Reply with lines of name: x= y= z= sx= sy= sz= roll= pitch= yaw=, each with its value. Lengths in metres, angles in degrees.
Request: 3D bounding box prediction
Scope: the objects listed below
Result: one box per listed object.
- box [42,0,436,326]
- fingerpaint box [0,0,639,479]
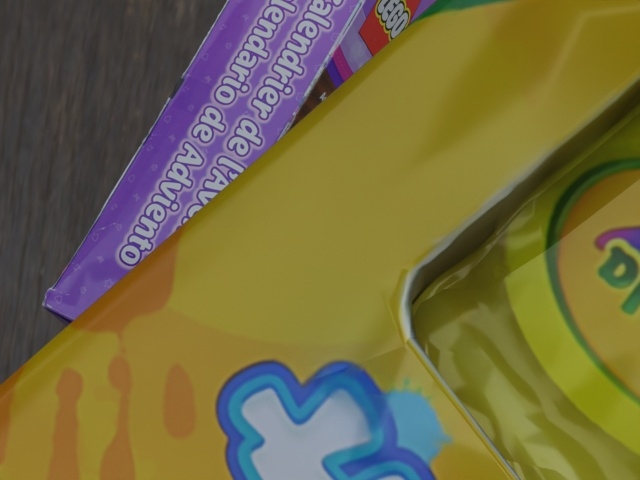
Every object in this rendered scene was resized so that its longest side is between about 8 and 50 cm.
box: x=0.000 y=0.000 z=0.879 sx=0.057 sy=0.293 sz=0.201 roll=25 pitch=78 yaw=22
fingerpaint box: x=0.194 y=0.102 z=0.386 sx=0.371 sy=0.163 sz=0.445 roll=-40 pitch=85 yaw=19
